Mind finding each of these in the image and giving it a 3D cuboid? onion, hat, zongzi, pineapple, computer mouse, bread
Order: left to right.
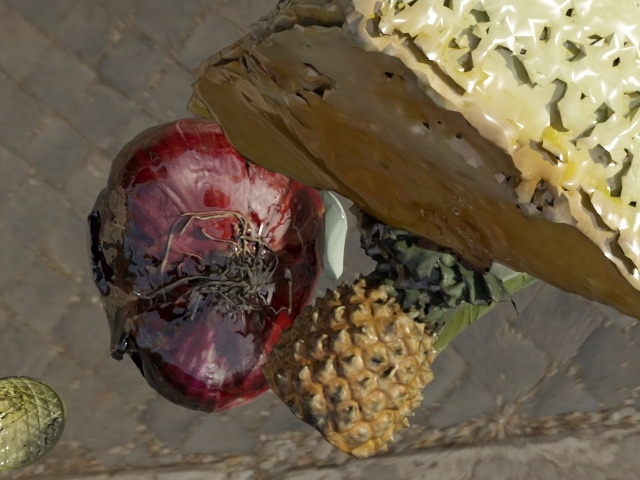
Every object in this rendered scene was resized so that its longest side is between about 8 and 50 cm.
[{"bbox_3d":[-0.407,0.221,1.752,0.146,0.146,0.067,-43,37,0],"label":"hat"},{"bbox_3d":[-0.102,0.025,1.270,0.221,0.281,0.281,-4,81,-19],"label":"onion"},{"bbox_3d":[0.000,0.000,1.389,0.032,0.110,0.056,-21,47,-24],"label":"computer mouse"},{"bbox_3d":[0.076,0.014,0.943,0.119,0.130,0.277,37,97,-18],"label":"pineapple"},{"bbox_3d":[0.143,0.044,1.086,0.154,0.062,0.130,-8,117,-12],"label":"zongzi"},{"bbox_3d":[0.107,-0.078,0.714,0.279,0.315,0.248,42,78,-4],"label":"bread"}]
